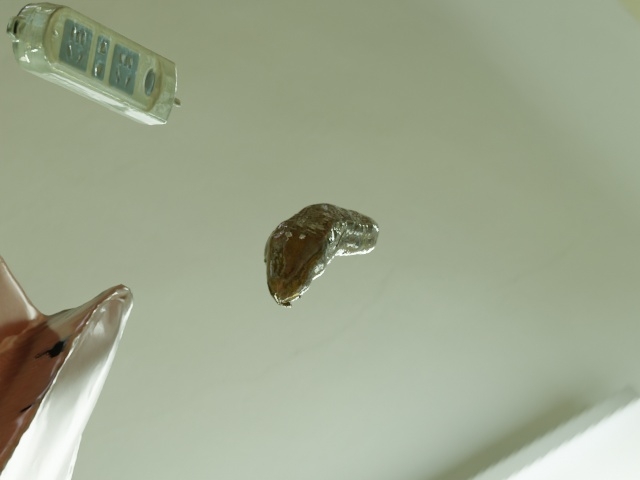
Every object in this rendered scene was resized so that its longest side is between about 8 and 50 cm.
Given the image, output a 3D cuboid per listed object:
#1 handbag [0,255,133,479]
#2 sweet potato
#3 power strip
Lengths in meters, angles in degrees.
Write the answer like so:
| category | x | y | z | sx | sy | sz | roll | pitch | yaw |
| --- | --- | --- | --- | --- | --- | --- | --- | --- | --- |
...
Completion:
| category | x | y | z | sx | sy | sz | roll | pitch | yaw |
| --- | --- | --- | --- | --- | --- | --- | --- | --- | --- |
| handbag | -0.113 | 0.111 | 0.407 | 0.059 | 0.157 | 0.212 | 19 | -147 | 2 |
| sweet potato | 0.001 | -0.002 | 1.230 | 0.054 | 0.053 | 0.182 | 22 | -158 | 20 |
| power strip | -0.145 | -0.117 | 1.080 | 0.191 | 0.030 | 0.048 | 22 | -104 | -62 |
